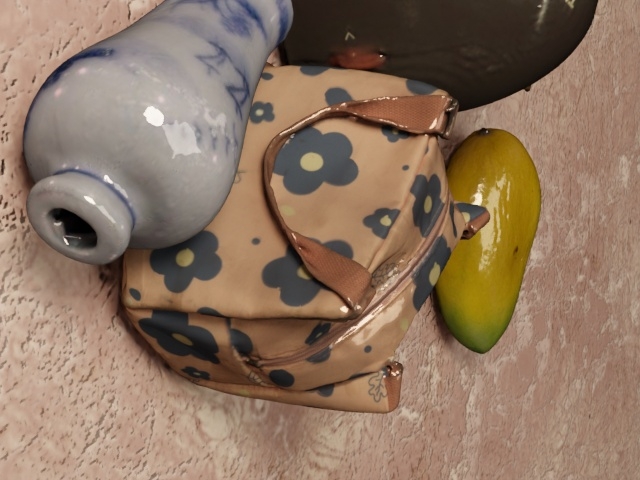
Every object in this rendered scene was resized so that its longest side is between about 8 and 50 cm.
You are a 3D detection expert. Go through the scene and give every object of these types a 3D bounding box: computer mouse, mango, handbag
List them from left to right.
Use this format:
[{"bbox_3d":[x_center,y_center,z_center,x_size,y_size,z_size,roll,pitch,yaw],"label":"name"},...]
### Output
[{"bbox_3d":[0.000,0.000,0.783,0.251,0.193,0.190,-61,142,-30],"label":"handbag"},{"bbox_3d":[0.100,-0.182,0.845,0.100,0.269,0.170,-86,161,-56],"label":"computer mouse"},{"bbox_3d":[0.173,-0.002,1.108,0.137,0.091,0.238,21,78,-46],"label":"mango"}]

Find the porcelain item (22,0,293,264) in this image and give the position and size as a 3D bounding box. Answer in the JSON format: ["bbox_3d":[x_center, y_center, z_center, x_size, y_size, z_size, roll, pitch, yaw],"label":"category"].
[{"bbox_3d":[-0.103,-0.093,0.695,0.259,0.141,0.141,-62,138,-39],"label":"porcelain item"}]

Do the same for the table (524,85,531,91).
[{"bbox_3d":[0.119,-0.239,0.957,0.167,0.167,0.227,-44,132,-41],"label":"table"}]
